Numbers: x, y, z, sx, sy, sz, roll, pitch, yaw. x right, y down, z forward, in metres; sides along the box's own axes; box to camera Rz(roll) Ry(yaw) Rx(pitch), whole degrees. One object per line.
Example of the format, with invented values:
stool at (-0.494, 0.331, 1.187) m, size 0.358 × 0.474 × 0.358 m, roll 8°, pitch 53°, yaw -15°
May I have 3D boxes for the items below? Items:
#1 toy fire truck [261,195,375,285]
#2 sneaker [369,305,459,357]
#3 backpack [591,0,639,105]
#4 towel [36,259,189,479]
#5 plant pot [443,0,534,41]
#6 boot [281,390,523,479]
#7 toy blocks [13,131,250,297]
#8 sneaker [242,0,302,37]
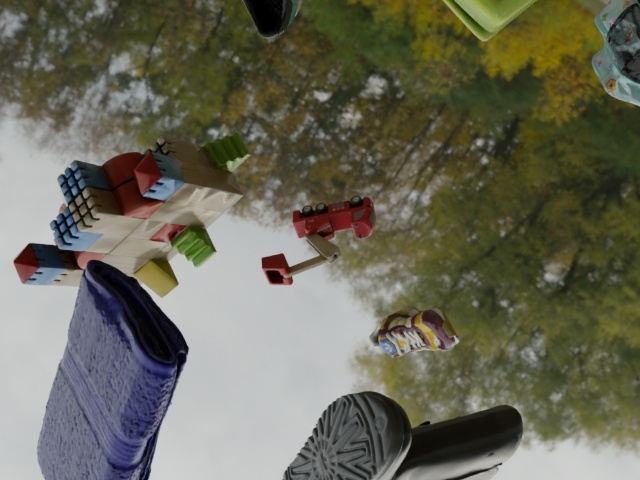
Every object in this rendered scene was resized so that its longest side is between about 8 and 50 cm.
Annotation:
toy fire truck at (0.000, 0.000, 1.329) m, size 0.047 × 0.192 × 0.135 m, roll 69°, pitch -166°, yaw -45°
sneaker at (0.133, 0.142, 1.157) m, size 0.069 × 0.084 × 0.185 m, roll 60°, pitch 165°, yaw -3°
backpack at (0.467, -0.272, 1.100) m, size 0.166 × 0.144 × 0.188 m, roll 12°, pitch -128°, yaw -17°
towel at (-0.260, 0.206, 0.979) m, size 0.076 × 0.308 × 0.227 m, roll 5°, pitch -154°, yaw -39°
plant pot at (0.178, -0.345, 0.787) m, size 0.227 × 0.228 × 0.207 m, roll 49°, pitch -173°, yaw 3°
boot at (0.196, 0.364, 1.405) m, size 0.445 × 0.367 × 0.146 m, roll 2°, pitch -125°, yaw -31°
toy blocks at (-0.318, -0.042, 1.269) m, size 0.261 × 0.381 × 0.191 m, roll 10°, pitch -134°, yaw -58°
sneaker at (-0.098, -0.475, 1.291) m, size 0.108 × 0.302 × 0.121 m, roll -4°, pitch -138°, yaw 17°
